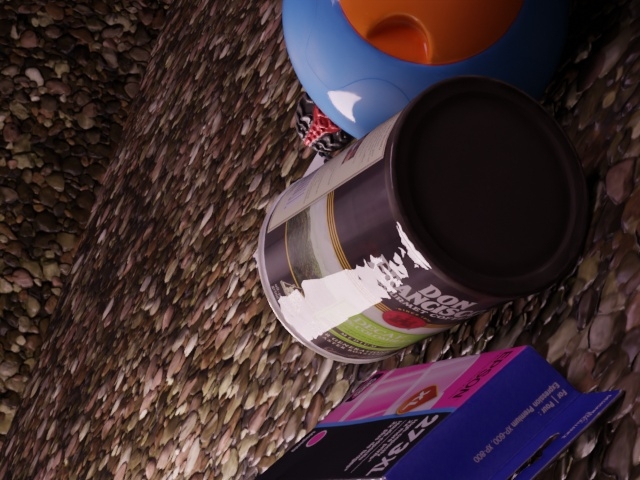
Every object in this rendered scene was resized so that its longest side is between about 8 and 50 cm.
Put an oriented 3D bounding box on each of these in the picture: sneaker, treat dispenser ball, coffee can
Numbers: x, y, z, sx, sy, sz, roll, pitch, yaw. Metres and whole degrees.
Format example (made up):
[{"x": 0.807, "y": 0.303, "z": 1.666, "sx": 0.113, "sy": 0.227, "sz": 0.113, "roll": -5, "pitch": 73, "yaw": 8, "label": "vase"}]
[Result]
[{"x": 0.078, "y": -0.219, "z": 2.039, "sx": 0.262, "sy": 0.104, "sz": 0.125, "roll": -38, "pitch": 1, "yaw": 21, "label": "sneaker"}, {"x": 0.106, "y": -0.229, "z": 1.683, "sx": 0.288, "sy": 0.288, "sz": 0.288, "roll": -52, "pitch": 20, "yaw": 28, "label": "treat dispenser ball"}, {"x": 0.088, "y": -0.012, "z": 1.554, "sx": 0.275, "sy": 0.202, "sz": 0.201, "roll": -32, "pitch": 35, "yaw": 59, "label": "coffee can"}]

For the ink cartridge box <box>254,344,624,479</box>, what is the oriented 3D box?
[{"x": 0.085, "y": 0.172, "z": 1.416, "sx": 0.176, "sy": 0.069, "sz": 0.371, "roll": -39, "pitch": 10, "yaw": -24, "label": "ink cartridge box"}]

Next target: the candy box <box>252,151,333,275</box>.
[{"x": 0.000, "y": 0.000, "z": 1.993, "sx": 0.164, "sy": 0.070, "sz": 0.196, "roll": -58, "pitch": 18, "yaw": 11, "label": "candy box"}]
